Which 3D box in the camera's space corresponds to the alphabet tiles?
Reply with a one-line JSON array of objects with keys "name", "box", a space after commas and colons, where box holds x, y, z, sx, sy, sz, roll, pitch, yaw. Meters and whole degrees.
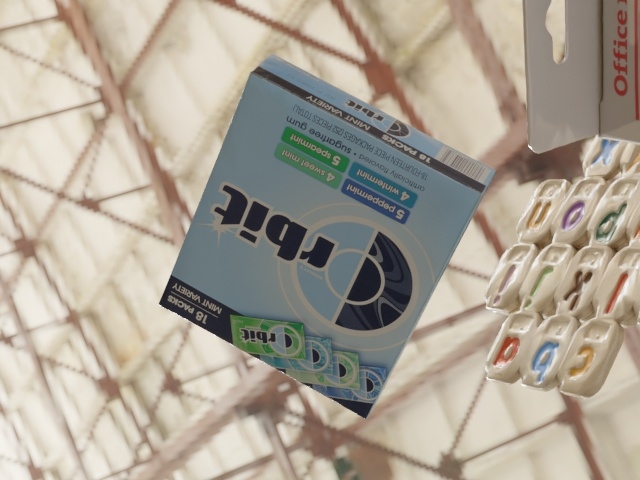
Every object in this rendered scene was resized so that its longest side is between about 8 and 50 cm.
[{"name": "alphabet tiles", "box": [0.248, 0.008, 1.387, 0.021, 0.278, 0.284, 33, -13, -24]}]

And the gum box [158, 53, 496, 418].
[{"name": "gum box", "box": [0.000, 0.000, 0.994, 0.157, 0.041, 0.184, 28, -59, 6]}]

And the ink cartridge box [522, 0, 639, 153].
[{"name": "ink cartridge box", "box": [0.162, -0.094, 0.609, 0.061, 0.181, 0.104, 18, -62, 50]}]
